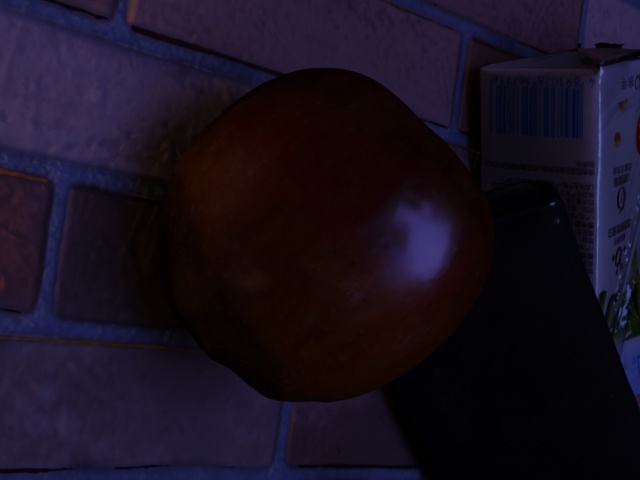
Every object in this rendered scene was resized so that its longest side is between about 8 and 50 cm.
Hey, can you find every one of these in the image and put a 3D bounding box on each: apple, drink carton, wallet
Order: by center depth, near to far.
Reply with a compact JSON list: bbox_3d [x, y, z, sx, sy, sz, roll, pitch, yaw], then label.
[{"bbox_3d":[0.000,0.000,0.939,0.230,0.230,0.230,-7,100,-49],"label":"apple"},{"bbox_3d":[0.162,0.126,1.164,0.051,0.197,0.378,-87,154,-55],"label":"wallet"},{"bbox_3d":[0.248,-0.019,1.283,0.194,0.132,0.325,-16,108,-49],"label":"drink carton"}]
